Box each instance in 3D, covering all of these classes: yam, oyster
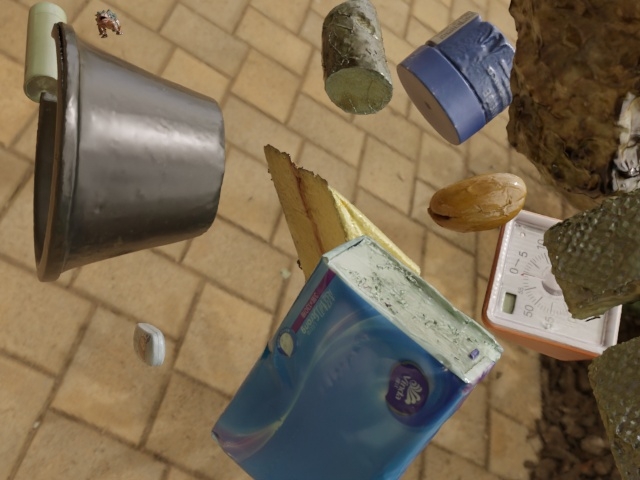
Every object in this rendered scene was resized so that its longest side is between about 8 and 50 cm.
[{"bbox_3d":[0.051,-0.288,1.204,0.107,0.107,0.183,16,52,-27],"label":"yam"},{"bbox_3d":[0.258,-0.201,0.706,0.204,0.396,0.111,20,38,21],"label":"oyster"}]

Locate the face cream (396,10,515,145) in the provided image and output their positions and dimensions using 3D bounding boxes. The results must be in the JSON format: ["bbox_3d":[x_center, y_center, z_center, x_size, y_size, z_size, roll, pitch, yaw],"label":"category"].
[{"bbox_3d":[0.340,-0.389,1.857,0.249,0.225,0.249,51,2,-2],"label":"face cream"}]

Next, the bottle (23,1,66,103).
[{"bbox_3d":[-0.501,-0.344,1.418,0.072,0.072,0.201,11,50,-31],"label":"bottle"}]

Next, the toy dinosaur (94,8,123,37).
[{"bbox_3d":[-0.449,-0.459,1.643,0.049,0.154,0.055,-17,101,-3],"label":"toy dinosaur"}]

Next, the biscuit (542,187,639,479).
[{"bbox_3d":[0.268,0.064,0.602,0.046,0.147,0.250,41,33,-44],"label":"biscuit"}]

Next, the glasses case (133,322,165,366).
[{"bbox_3d":[-0.350,0.211,1.583,0.045,0.178,0.067,2,92,-25],"label":"glasses case"}]

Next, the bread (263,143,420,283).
[{"bbox_3d":[0.000,0.000,1.836,0.405,0.346,0.242,39,82,-25],"label":"bread"}]

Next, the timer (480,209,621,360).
[{"bbox_3d":[0.449,0.091,1.546,0.250,0.161,0.257,21,69,-10],"label":"timer"}]

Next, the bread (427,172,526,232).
[{"bbox_3d":[0.298,-0.066,1.457,0.189,0.114,0.077,-14,44,0],"label":"bread"}]

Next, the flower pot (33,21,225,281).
[{"bbox_3d":[-0.291,-0.110,1.168,0.251,0.379,0.379,5,55,-25],"label":"flower pot"}]

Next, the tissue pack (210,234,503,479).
[{"bbox_3d":[0.031,0.159,0.827,0.198,0.263,0.146,40,24,15],"label":"tissue pack"}]
